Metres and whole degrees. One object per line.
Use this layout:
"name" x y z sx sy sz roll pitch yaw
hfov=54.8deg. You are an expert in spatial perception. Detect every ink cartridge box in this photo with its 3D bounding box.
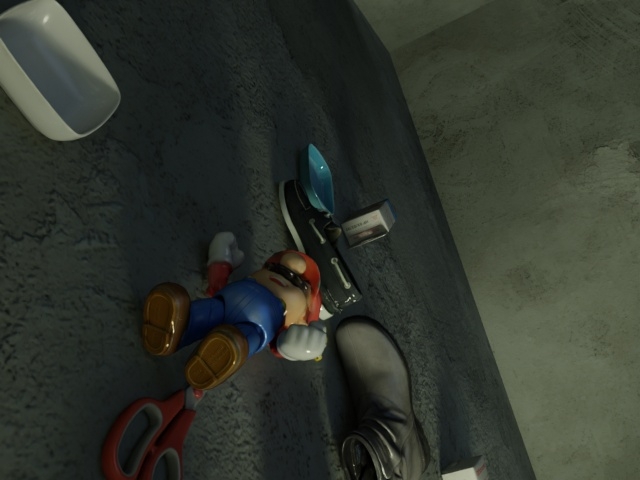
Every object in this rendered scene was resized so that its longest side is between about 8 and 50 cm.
"ink cartridge box" 0.380 0.646 1.510 0.148 0.086 0.203 15 56 -66
"ink cartridge box" 0.118 -0.043 1.524 0.062 0.104 0.181 65 20 -8

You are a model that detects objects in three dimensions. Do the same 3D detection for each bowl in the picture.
"bowl" -0.293 -0.179 0.668 0.142 0.053 0.142 57 22 -25

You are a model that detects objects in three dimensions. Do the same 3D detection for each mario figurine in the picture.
"mario figurine" -0.080 0.066 0.800 0.198 0.170 0.320 67 21 2

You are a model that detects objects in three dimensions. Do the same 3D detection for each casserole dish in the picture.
"casserole dish" -0.011 -0.133 1.382 0.114 0.037 0.188 49 26 -42

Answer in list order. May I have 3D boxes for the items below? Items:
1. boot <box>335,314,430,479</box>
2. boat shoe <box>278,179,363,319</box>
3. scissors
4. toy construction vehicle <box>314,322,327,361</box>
"boot" 0.092 0.306 1.088 0.338 0.118 0.222 65 24 5
"boat shoe" 0.000 0.000 1.156 0.114 0.091 0.302 42 26 -61
"scissors" -0.154 0.174 0.704 0.109 0.021 0.297 59 23 -19
"toy construction vehicle" -0.019 0.148 1.066 0.086 0.035 0.098 58 22 -26
